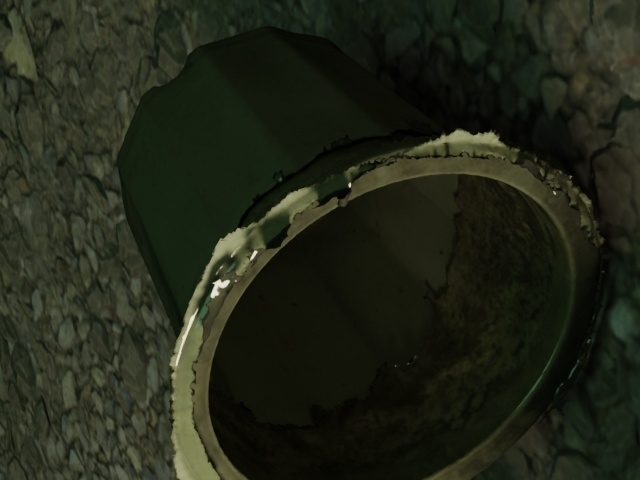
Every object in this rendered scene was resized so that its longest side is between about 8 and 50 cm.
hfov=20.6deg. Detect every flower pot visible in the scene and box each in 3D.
[{"bbox_3d":[0.000,0.000,1.092,0.259,0.290,0.290,-125,39,-48],"label":"flower pot"}]
